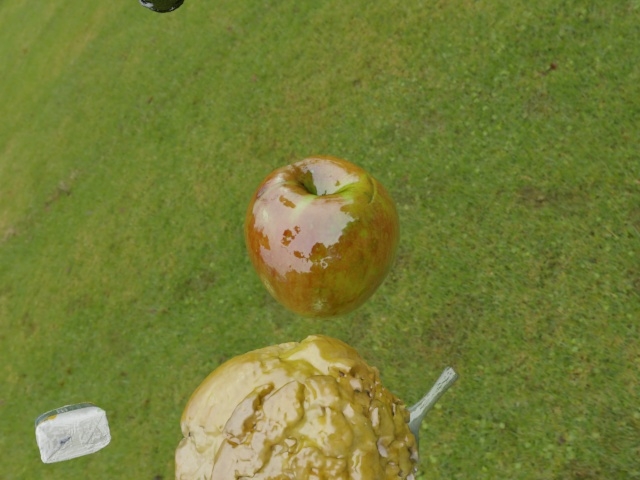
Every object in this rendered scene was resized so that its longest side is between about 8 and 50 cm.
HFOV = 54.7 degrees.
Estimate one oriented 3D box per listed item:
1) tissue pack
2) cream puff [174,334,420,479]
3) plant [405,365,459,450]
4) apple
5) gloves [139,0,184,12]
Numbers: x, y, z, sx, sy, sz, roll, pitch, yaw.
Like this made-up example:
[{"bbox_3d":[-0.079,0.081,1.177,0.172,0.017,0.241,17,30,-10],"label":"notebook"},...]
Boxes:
[{"bbox_3d":[-0.238,0.181,0.592,0.083,0.062,0.042,-18,81,64],"label":"tissue pack"},{"bbox_3d":[-0.009,0.166,0.465,0.129,0.189,0.189,22,87,54],"label":"cream puff"},{"bbox_3d":[0.098,0.348,1.044,0.297,0.261,0.306,-33,61,-25],"label":"plant"},{"bbox_3d":[0.000,0.000,0.976,0.246,0.246,0.226,-128,34,-47],"label":"apple"},{"bbox_3d":[-0.225,-0.375,0.746,0.135,0.268,0.107,-18,69,1],"label":"gloves"}]
